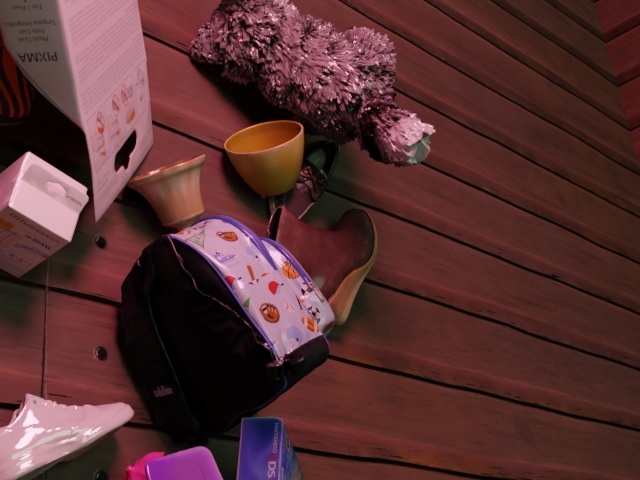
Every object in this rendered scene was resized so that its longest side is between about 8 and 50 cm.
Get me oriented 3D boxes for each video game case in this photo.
[{"bbox_3d":[-0.063,0.400,1.285,0.244,0.061,0.269,80,10,-56],"label":"video game case"}]

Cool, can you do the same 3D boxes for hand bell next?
[{"bbox_3d":[-0.190,0.004,1.491,0.126,0.126,0.242,-33,106,-53],"label":"hand bell"}]

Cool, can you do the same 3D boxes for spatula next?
[{"bbox_3d":[-0.251,0.320,1.169,0.296,0.030,0.084,-17,59,-24],"label":"spatula"}]

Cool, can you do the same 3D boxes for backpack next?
[{"bbox_3d":[-0.131,0.099,1.355,0.263,0.276,0.213,52,39,1],"label":"backpack"}]

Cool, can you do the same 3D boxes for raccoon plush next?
[{"bbox_3d":[-0.016,-0.294,1.626,0.299,0.446,0.216,23,93,-30],"label":"raccoon plush"}]

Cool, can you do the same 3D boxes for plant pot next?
[{"bbox_3d":[-0.084,-0.131,1.667,0.134,0.134,0.095,-51,134,-50],"label":"plant pot"}]

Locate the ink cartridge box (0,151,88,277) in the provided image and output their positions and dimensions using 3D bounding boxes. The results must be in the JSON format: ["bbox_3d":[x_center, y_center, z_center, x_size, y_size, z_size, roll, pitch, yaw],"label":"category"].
[{"bbox_3d":[-0.367,-0.034,1.250,0.092,0.143,0.090,34,45,-31],"label":"ink cartridge box"}]

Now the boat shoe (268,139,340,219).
[{"bbox_3d":[-0.023,-0.110,1.750,0.080,0.073,0.223,48,40,-19],"label":"boat shoe"}]

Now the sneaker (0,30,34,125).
[{"bbox_3d":[-0.441,-0.322,1.313,0.124,0.180,0.321,-24,86,-52],"label":"sneaker"}]

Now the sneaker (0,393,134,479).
[{"bbox_3d":[-0.321,0.221,1.208,0.212,0.080,0.094,-18,70,-51],"label":"sneaker"}]

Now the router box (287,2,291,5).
[{"bbox_3d":[-0.076,-0.379,1.880,0.179,0.046,0.133,58,37,-5],"label":"router box"}]

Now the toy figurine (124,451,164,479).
[{"bbox_3d":[-0.184,0.344,1.267,0.173,0.130,0.159,8,51,-63],"label":"toy figurine"}]

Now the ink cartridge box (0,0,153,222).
[{"bbox_3d":[-0.323,-0.258,1.352,0.308,0.091,0.385,-77,165,-63],"label":"ink cartridge box"}]

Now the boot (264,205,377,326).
[{"bbox_3d":[0.000,0.000,1.679,0.207,0.090,0.248,45,46,-36],"label":"boot"}]
